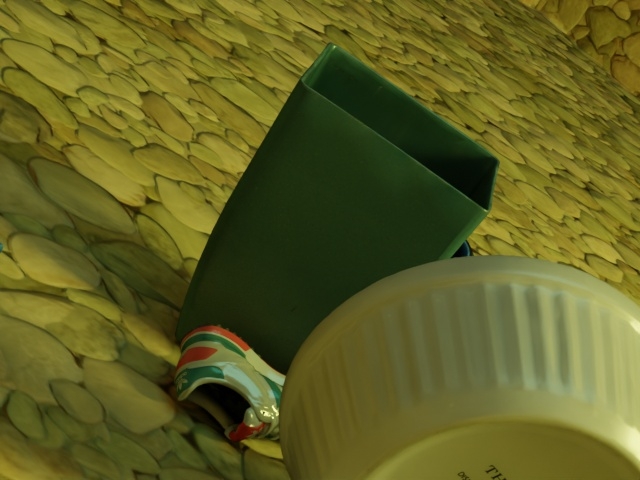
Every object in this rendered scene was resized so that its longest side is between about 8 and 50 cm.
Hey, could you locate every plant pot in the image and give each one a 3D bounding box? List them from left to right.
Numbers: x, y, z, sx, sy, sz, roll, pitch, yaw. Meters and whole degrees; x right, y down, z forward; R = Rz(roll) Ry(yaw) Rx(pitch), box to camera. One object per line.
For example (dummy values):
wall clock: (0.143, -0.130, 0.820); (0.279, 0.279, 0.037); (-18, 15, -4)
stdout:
plant pot: (0.000, 0.000, 1.358); (0.165, 0.234, 0.166); (35, 19, -3)

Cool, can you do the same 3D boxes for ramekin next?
ramekin: (0.108, 0.151, 1.151); (0.273, 0.273, 0.127); (28, 31, -21)

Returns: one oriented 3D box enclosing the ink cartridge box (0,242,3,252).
ink cartridge box: (-0.280, 0.000, 1.148); (0.088, 0.052, 0.122); (41, 20, 15)

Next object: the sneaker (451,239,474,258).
sneaker: (0.083, 0.023, 1.634); (0.079, 0.121, 0.217); (25, 21, -33)

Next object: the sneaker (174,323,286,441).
sneaker: (-0.038, 0.129, 1.279); (0.161, 0.057, 0.075); (33, 35, -13)
